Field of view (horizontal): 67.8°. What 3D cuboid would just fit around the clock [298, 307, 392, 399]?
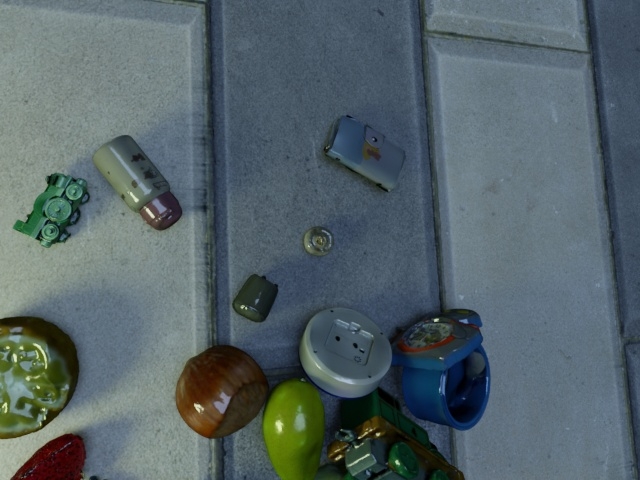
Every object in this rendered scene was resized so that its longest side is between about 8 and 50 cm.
[{"bbox_3d":[0.063,0.277,1.201,0.230,0.083,0.231,14,39,-11],"label":"clock"}]

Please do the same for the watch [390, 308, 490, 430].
[{"bbox_3d":[0.350,0.340,1.294,0.305,0.241,0.275,-27,103,-37],"label":"watch"}]

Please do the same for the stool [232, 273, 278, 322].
[{"bbox_3d":[-0.162,0.146,1.205,0.096,0.096,0.110,31,70,-11],"label":"stool"}]

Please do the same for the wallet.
[{"bbox_3d":[0.126,-0.248,1.352,0.230,0.069,0.170,28,59,-16],"label":"wallet"}]

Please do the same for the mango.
[{"bbox_3d":[-0.065,0.453,1.147,0.148,0.185,0.273,-4,122,-10],"label":"mango"}]

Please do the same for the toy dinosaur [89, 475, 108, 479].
[{"bbox_3d":[-0.503,0.559,1.074,0.083,0.047,0.031,27,78,-14],"label":"toy dinosaur"}]

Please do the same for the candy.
[{"bbox_3d":[-0.658,0.292,1.023,0.259,0.118,0.260,1,86,-17],"label":"candy"}]

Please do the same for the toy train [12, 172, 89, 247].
[{"bbox_3d":[-0.615,-0.074,1.105,0.104,0.071,0.178,25,78,-2],"label":"toy train"}]

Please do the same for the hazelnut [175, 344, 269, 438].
[{"bbox_3d":[-0.235,0.352,1.120,0.214,0.176,0.215,14,49,-16],"label":"hazelnut"}]

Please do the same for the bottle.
[{"bbox_3d":[-0.429,-0.131,1.146,0.110,0.110,0.233,-40,97,-17],"label":"bottle"}]

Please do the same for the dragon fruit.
[{"bbox_3d":[-0.584,0.502,1.046,0.162,0.083,0.107,-38,117,-28],"label":"dragon fruit"}]

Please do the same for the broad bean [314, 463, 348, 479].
[{"bbox_3d":[0.032,0.651,1.205,0.227,0.100,0.169,-33,88,-16],"label":"broad bean"}]

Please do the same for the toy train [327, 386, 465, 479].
[{"bbox_3d":[0.187,0.536,1.200,0.178,0.249,0.429,-40,115,21],"label":"toy train"}]

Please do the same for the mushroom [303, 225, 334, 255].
[{"bbox_3d":[0.000,0.000,1.277,0.085,0.079,0.085,4,77,-19],"label":"mushroom"}]
